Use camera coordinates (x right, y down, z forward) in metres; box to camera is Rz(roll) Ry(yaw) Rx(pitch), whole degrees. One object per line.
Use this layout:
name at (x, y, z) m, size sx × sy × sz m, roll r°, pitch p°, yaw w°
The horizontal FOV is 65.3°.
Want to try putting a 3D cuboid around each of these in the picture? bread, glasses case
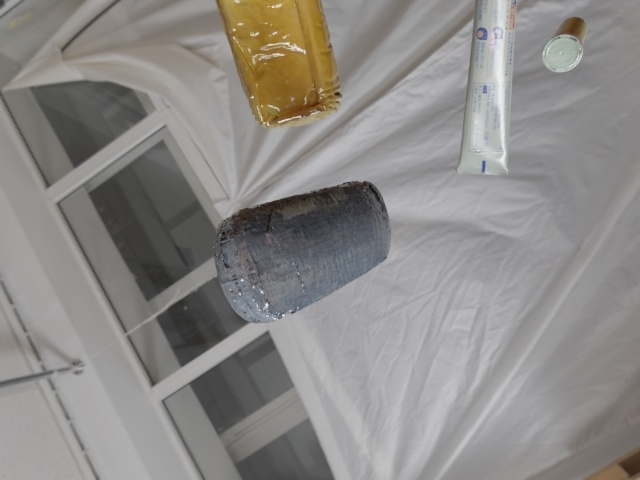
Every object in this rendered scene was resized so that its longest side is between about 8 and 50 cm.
bread at (-0.062, -0.302, 0.723) m, size 0.119 × 0.153 × 0.287 m, roll -99°, pitch -7°, yaw -67°
glasses case at (0.000, 0.000, 0.534) m, size 0.283 × 0.067 × 0.109 m, roll -23°, pitch -82°, yaw -52°

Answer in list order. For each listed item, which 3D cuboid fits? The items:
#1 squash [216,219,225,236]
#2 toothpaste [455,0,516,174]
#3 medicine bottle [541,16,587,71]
squash at (-0.166, 0.032, 1.132) m, size 0.201 × 0.066 × 0.066 m, roll 54°, pitch -174°, yaw -31°
toothpaste at (0.156, -0.160, 0.462) m, size 0.033 × 0.052 × 0.218 m, roll -59°, pitch -32°, yaw -53°
medicine bottle at (0.524, -0.423, 1.060) m, size 0.073 × 0.074 × 0.218 m, roll 55°, pitch -138°, yaw -13°
